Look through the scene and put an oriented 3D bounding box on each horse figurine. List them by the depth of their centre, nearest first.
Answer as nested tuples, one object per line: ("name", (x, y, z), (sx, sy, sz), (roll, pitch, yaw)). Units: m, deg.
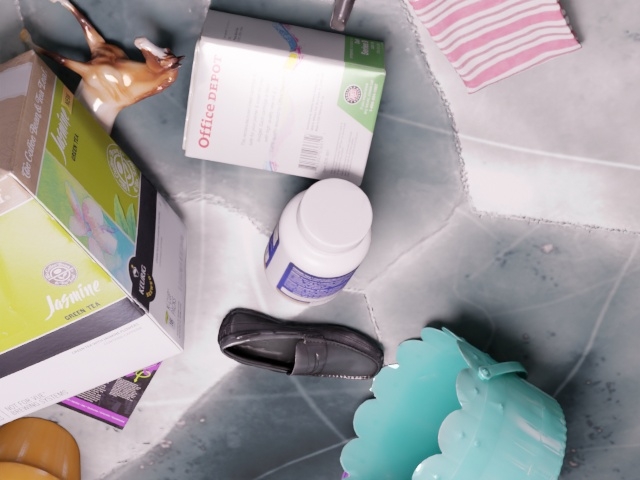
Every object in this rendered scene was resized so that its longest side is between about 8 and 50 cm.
("horse figurine", (-0.290, -0.166, 1.498), (0.174, 0.066, 0.263), (32, 118, -11))

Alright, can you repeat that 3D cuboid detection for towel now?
("towel", (0.195, -0.237, 1.405), (0.144, 0.029, 0.197), (-21, 145, 18))

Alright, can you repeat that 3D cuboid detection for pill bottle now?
("pill bottle", (0.000, 0.000, 1.514), (0.112, 0.112, 0.186), (15, 158, -7))

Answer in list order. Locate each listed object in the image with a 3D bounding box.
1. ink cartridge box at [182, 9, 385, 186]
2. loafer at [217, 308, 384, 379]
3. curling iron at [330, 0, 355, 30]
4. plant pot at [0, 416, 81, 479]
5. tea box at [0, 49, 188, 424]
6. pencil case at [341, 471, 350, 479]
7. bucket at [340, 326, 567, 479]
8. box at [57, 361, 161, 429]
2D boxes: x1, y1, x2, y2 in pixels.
("ink cartridge box", (-0.043, -0.164, 1.471), (0.213, 0.093, 0.154), (9, 122, -5))
("loafer", (-0.026, 0.150, 1.679), (0.223, 0.078, 0.076), (13, 123, -6))
("curling iron", (0.067, -0.344, 1.375), (0.068, 0.035, 0.274), (34, 121, 10))
("plant pot", (-0.414, 0.352, 1.764), (0.205, 0.188, 0.205), (1, 123, 1))
("tea box", (-0.374, 0.017, 1.462), (0.329, 0.220, 0.323), (-22, 132, 17))
("pencil case", (0.104, 0.399, 1.828), (0.086, 0.088, 0.206), (-24, 118, 15))
("bucket", (0.169, 0.263, 1.636), (0.183, 0.281, 0.281), (29, 120, -17))
("box", (-0.290, 0.177, 1.740), (0.116, 0.029, 0.162), (25, 122, -14))
